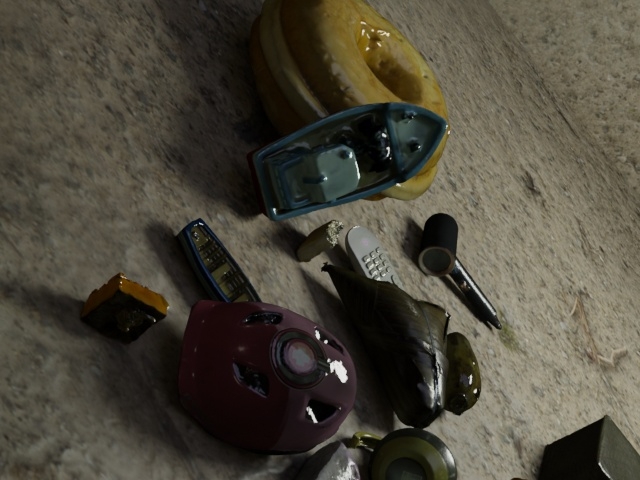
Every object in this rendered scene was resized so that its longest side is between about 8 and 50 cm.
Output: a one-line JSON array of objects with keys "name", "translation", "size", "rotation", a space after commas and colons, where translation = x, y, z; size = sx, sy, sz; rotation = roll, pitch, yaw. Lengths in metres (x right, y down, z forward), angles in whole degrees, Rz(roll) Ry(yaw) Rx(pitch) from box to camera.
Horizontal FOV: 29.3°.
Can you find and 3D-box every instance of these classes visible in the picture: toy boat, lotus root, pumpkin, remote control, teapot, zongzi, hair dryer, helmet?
[{"name": "toy boat", "translation": [-0.125, 0.074, 1.712], "size": [0.229, 0.046, 0.080], "rotation": [56, 27, -3]}, {"name": "lotus root", "translation": [0.227, 0.226, 2.072], "size": [0.179, 0.081, 0.089], "rotation": [-85, 155, -54]}, {"name": "pumpkin", "translation": [-0.238, 0.087, 1.494], "size": [0.083, 0.074, 0.054], "rotation": [32, 30, -35]}, {"name": "remote control", "translation": [0.101, 0.082, 2.065], "size": [0.073, 0.044, 0.229], "rotation": [-34, 99, -51]}, {"name": "teapot", "translation": [0.122, 0.326, 1.783], "size": [0.166, 0.130, 0.119], "rotation": [29, 8, 14]}, {"name": "zongzi", "translation": [0.099, 0.160, 1.918], "size": [0.242, 0.112, 0.221], "rotation": [31, 38, -26]}, {"name": "toy boat", "translation": [0.055, -0.133, 1.930], "size": [0.332, 0.133, 0.145], "rotation": [-22, 107, -25]}, {"name": "hair dryer", "translation": [0.274, 0.071, 2.339], "size": [0.255, 0.070, 0.128], "rotation": [52, 27, -25]}, {"name": "helmet", "translation": [-0.050, 0.175, 1.591], "size": [0.253, 0.154, 0.198], "rotation": [41, 49, -47]}]

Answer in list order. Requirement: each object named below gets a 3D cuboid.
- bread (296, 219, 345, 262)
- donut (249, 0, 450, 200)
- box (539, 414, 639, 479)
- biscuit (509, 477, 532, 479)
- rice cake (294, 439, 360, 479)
[{"name": "bread", "translation": [0.000, 0.000, 1.962], "size": [0.035, 0.070, 0.083], "rotation": [52, 23, -11]}, {"name": "donut", "translation": [0.052, -0.263, 2.174], "size": [0.449, 0.198, 0.448], "rotation": [38, 33, -30]}, {"name": "box", "translation": [0.533, 0.485, 2.223], "size": [0.273, 0.143, 0.184], "rotation": [50, 29, -9]}, {"name": "biscuit", "translation": [0.392, 0.524, 2.015], "size": [0.274, 0.091, 0.213], "rotation": [48, 27, -19]}, {"name": "rice cake", "translation": [-0.030, 0.374, 1.536], "size": [0.070, 0.064, 0.399], "rotation": [58, 28, -10]}]
